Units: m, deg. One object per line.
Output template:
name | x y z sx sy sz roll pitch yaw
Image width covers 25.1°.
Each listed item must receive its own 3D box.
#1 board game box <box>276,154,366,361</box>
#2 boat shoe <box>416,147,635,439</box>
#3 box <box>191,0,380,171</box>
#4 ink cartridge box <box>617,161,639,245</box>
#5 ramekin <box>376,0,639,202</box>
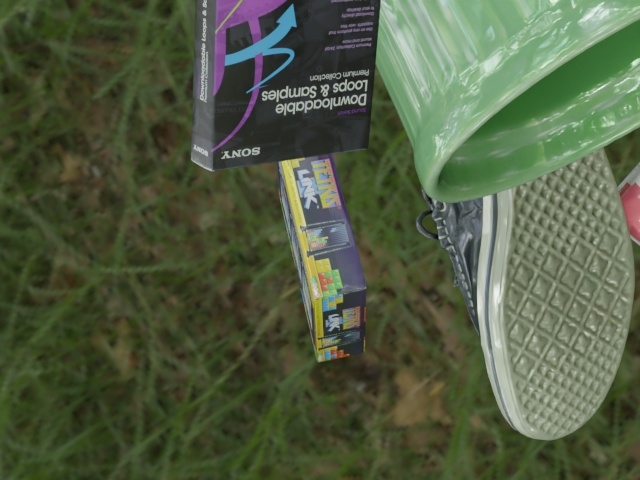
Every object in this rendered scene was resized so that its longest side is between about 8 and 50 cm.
board game box | 0.000 0.000 1.251 0.141 0.048 0.170 90 167 -64
boat shoe | 0.200 -0.041 1.489 0.156 0.186 0.500 9 113 64
box | -0.018 -0.126 0.847 0.029 0.116 0.162 34 127 49
ink cartridge box | 0.410 -0.086 1.565 0.092 0.158 0.218 39 99 4
ramekin | 0.175 -0.167 1.031 0.303 0.303 0.148 -42 71 46
